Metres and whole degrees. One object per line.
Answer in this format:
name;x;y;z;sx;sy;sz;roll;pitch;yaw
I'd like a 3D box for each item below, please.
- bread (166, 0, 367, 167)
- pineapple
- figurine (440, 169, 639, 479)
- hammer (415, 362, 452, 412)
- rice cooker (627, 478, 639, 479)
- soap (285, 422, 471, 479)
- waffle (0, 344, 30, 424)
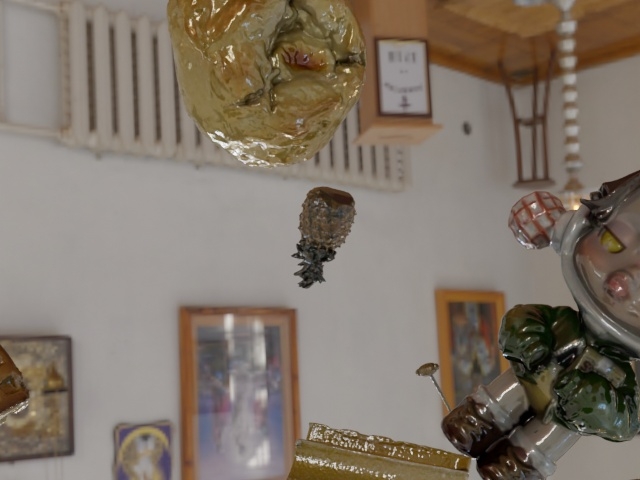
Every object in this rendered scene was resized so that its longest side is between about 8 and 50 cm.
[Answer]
bread;-0.052;-0.205;0.953;0.244;0.244;0.134;0;178;-30
pineapple;0.000;0.000;1.649;0.108;0.198;0.108;15;-164;-4
figurine;0.267;0.075;0.795;0.370;0.281;0.167;-50;150;12
hammer;0.145;0.189;1.013;0.029;0.123;0.014;-20;-156;25
rice cooker;0.482;0.570;1.383;0.325;0.335;0.335;-15;-178;-34
soap;0.098;0.391;1.436;0.281;0.143;0.259;10;168;11
waffle;-0.543;0.190;1.154;0.098;0.224;0.327;-40;177;17
